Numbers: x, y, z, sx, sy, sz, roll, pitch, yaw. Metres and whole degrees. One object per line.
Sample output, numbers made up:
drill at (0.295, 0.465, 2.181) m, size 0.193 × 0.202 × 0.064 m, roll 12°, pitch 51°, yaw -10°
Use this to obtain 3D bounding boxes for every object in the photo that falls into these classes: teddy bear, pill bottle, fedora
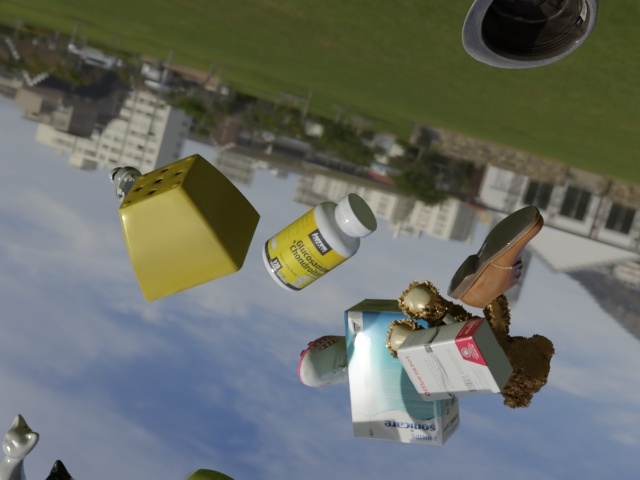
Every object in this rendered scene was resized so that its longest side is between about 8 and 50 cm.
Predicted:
teddy bear at (0.297, 0.211, 1.954) m, size 0.337 × 0.245 × 0.113 m, roll 7°, pitch 158°, yaw -5°
pill bottle at (0.000, 0.000, 1.598) m, size 0.103 × 0.184 × 0.103 m, roll 41°, pitch -151°, yaw -28°
fedora at (0.395, -0.457, 1.860) m, size 0.275 × 0.244 × 0.124 m, roll 0°, pitch -131°, yaw -13°

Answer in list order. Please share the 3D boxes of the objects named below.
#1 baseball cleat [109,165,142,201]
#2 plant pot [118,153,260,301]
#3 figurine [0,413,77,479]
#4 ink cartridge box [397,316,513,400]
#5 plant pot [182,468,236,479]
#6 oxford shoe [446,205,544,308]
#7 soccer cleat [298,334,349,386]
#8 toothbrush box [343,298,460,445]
baseball cleat at (-0.421, -0.122, 2.049) m, size 0.109 × 0.072 × 0.206 m, roll 50°, pitch 164°, yaw 15°
plant pot at (-0.267, -0.039, 1.854) m, size 0.212 × 0.187 × 0.212 m, roll -19°, pitch -153°, yaw 19°
figurine at (-0.543, 0.460, 1.808) m, size 0.215 × 0.209 × 0.092 m, roll 40°, pitch -151°, yaw 26°
ink cartridge box at (0.216, 0.194, 1.555) m, size 0.150 × 0.109 × 0.063 m, roll -15°, pitch -159°, yaw 40°
plant pot at (-0.237, 0.585, 1.624) m, size 0.274 × 0.275 × 0.293 m, roll 20°, pitch -143°, yaw 32°
oxford shoe at (0.276, 0.027, 1.435) m, size 0.076 × 0.212 × 0.076 m, roll 30°, pitch -136°, yaw -6°
soccer cleat at (0.078, 0.284, 2.334) m, size 0.143 × 0.116 × 0.331 m, roll 4°, pitch -173°, yaw 33°
toothbrush box at (0.181, 0.285, 2.117) m, size 0.216 × 0.296 × 0.126 m, roll -1°, pitch -171°, yaw 27°
